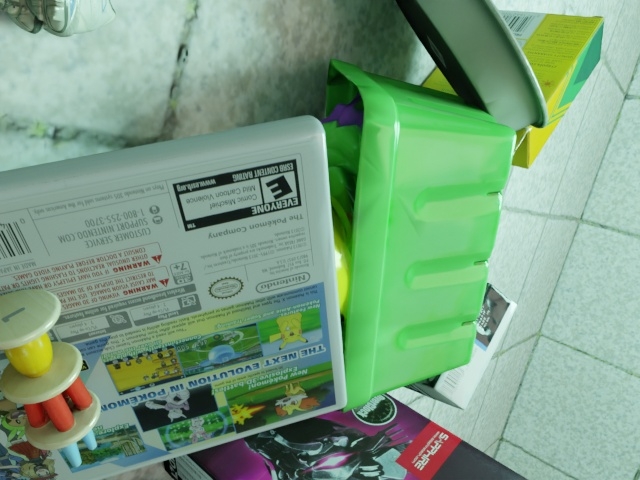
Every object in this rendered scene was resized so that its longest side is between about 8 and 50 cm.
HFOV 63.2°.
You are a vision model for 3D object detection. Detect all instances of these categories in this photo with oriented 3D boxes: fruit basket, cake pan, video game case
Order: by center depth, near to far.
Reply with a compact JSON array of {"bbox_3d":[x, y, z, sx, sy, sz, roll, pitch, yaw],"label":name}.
[{"bbox_3d":[-0.145,0.073,0.417,0.328,0.036,0.300,-13,125,-11],"label":"video game case"},{"bbox_3d":[0.000,0.000,0.591,0.391,0.283,0.393,-3,117,-6],"label":"fruit basket"},{"bbox_3d":[0.165,-0.242,0.629,0.054,0.293,0.293,-35,149,16],"label":"cake pan"}]

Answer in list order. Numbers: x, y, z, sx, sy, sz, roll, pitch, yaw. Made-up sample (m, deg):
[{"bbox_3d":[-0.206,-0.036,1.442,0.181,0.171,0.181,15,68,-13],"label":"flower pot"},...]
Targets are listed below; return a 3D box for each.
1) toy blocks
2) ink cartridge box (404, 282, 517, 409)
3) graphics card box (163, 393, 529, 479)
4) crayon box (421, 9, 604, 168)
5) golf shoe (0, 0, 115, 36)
[{"bbox_3d":[-0.224,0.112,0.359,0.123,0.054,0.148,-10,125,-13],"label":"toy blocks"},{"bbox_3d":[0.144,0.145,0.823,0.065,0.332,0.166,36,74,-15],"label":"ink cartridge box"},{"bbox_3d":[0.017,0.270,0.598,0.232,0.370,0.094,-28,130,-41],"label":"graphics card box"},{"bbox_3d":[0.275,-0.232,0.812,0.319,0.202,0.081,-50,142,-21],"label":"crayon box"},{"bbox_3d":[-0.174,-0.231,0.349,0.086,0.069,0.176,-42,145,-63],"label":"golf shoe"}]
